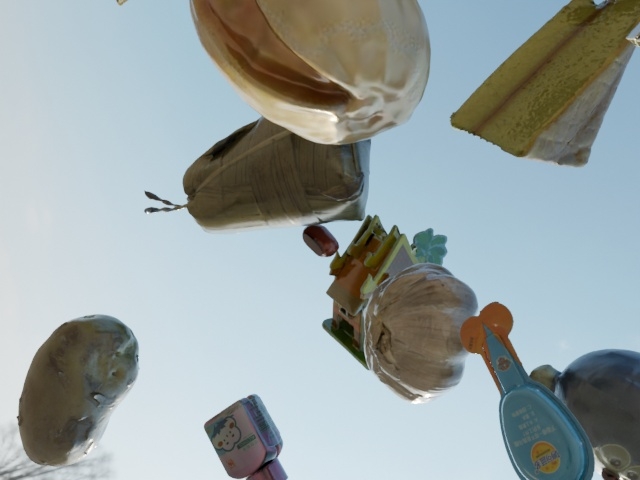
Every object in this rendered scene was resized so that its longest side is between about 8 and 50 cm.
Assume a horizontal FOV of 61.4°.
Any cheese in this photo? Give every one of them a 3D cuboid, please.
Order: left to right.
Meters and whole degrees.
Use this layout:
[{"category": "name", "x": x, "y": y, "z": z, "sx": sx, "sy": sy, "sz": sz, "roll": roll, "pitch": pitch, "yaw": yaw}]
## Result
[{"category": "cheese", "x": 0.110, "y": 0.087, "z": 0.294, "sx": 0.047, "sy": 0.017, "sz": 0.111, "roll": -42, "pitch": -126, "yaw": 34}]

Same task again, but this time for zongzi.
[{"category": "zongzi", "x": -0.131, "y": -0.243, "z": 1.242, "sx": 0.499, "sy": 0.218, "sz": 0.467, "roll": -7, "pitch": -115, "yaw": 15}]

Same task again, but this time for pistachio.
[{"category": "pistachio", "x": -0.008, "y": -0.246, "z": 0.610, "sx": 0.309, "sy": 0.230, "sz": 0.230, "roll": 47, "pitch": -45, "yaw": -4}]

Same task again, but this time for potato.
[{"category": "potato", "x": -0.407, "y": 0.243, "z": 0.894, "sx": 0.165, "sy": 0.165, "sz": 0.262, "roll": 27, "pitch": -94, "yaw": 47}]

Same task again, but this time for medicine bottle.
[{"category": "medicine bottle", "x": -0.146, "y": 0.435, "z": 1.133, "sx": 0.119, "sy": 0.094, "sz": 0.188, "roll": -36, "pitch": -105, "yaw": 13}]

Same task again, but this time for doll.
[{"category": "doll", "x": 0.341, "y": 0.213, "z": 0.593, "sx": 0.228, "sy": 0.258, "sz": 0.154, "roll": 43, "pitch": -85, "yaw": 23}]

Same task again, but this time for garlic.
[{"category": "garlic", "x": 0.147, "y": 0.144, "z": 0.850, "sx": 0.228, "sy": 0.152, "sz": 0.228, "roll": -165, "pitch": -90, "yaw": -79}]

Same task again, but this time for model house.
[{"category": "model house", "x": 0.209, "y": 0.096, "z": 1.302, "sx": 0.242, "sy": 0.357, "sz": 0.313, "roll": 39, "pitch": -49, "yaw": 52}]

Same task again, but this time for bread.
[{"category": "bread", "x": 0.478, "y": -0.358, "z": 1.122, "sx": 0.233, "sy": 0.244, "sz": 0.362, "roll": 44, "pitch": -58, "yaw": 49}]

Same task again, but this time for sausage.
[{"category": "sausage", "x": 0.000, "y": 0.000, "z": 1.233, "sx": 0.094, "sy": 0.054, "sz": 0.059, "roll": 45, "pitch": -33, "yaw": 23}]

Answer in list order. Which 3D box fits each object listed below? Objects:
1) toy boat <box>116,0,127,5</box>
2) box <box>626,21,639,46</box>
[{"category": "toy boat", "x": -0.227, "y": -0.497, "z": 0.860, "sx": 0.089, "sy": 0.310, "sz": 0.115, "roll": 42, "pitch": -12, "yaw": 2}, {"category": "box", "x": 0.497, "y": -0.307, "z": 0.726, "sx": 0.029, "sy": 0.198, "sz": 0.109, "roll": 35, "pitch": -66, "yaw": -8}]
